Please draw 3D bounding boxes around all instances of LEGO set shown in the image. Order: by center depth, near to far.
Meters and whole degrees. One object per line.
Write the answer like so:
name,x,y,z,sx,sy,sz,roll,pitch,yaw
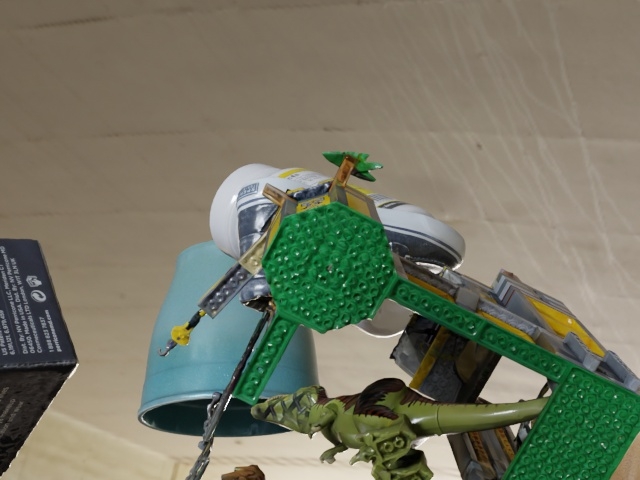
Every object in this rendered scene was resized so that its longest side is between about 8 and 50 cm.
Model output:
LEGO set,0.019,0.116,0.527,0.255,0.331,0.192,18,13,-5

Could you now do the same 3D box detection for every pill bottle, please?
pill bottle,0.000,0.000,0.815,0.208,0.119,0.119,23,-11,42

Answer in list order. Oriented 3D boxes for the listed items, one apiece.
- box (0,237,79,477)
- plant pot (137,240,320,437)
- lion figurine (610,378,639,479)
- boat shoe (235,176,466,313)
box,-0.243,0.078,0.487,0.158,0.093,0.156,2,-41,-42
plant pot,-0.134,0.145,1.338,0.272,0.255,0.271,-2,-23,-1
lion figurine,0.397,0.277,1.077,0.240,0.392,0.142,34,-26,-2
boat shoe,0.023,0.021,0.604,0.183,0.083,0.065,14,-24,-30
